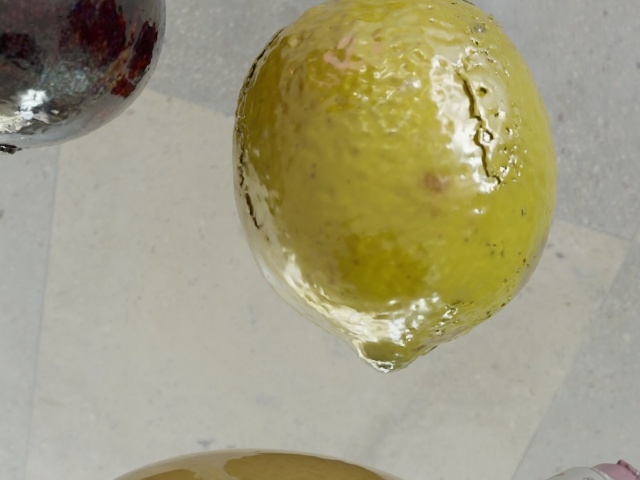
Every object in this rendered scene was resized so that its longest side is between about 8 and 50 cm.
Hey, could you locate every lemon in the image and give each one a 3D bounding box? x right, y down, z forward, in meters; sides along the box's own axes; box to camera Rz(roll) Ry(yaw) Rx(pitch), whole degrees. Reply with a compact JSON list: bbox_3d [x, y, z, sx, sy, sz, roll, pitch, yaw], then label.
[{"bbox_3d":[0.057,-0.052,0.726,0.257,0.258,0.310,-7,77,18],"label":"lemon"}]

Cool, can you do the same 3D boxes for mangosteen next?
[{"bbox_3d":[-0.283,-0.234,0.811,0.330,0.330,0.330,6,121,10],"label":"mangosteen"}]

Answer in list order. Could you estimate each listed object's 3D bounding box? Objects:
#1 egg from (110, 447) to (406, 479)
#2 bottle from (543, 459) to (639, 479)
[{"bbox_3d":[-0.013,0.232,0.453,0.250,0.250,0.322,-34,128,28],"label":"egg"},{"bbox_3d":[0.336,0.365,1.206,0.120,0.253,0.121,9,102,49],"label":"bottle"}]
